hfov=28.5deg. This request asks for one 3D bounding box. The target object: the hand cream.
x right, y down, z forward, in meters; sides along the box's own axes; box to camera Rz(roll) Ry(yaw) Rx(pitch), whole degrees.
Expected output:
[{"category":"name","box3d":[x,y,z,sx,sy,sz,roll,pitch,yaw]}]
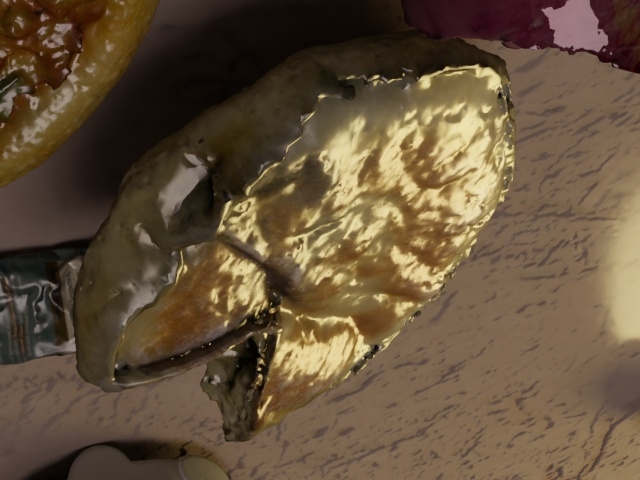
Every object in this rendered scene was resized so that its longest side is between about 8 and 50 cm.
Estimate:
[{"category":"hand cream","box3d":[-0.190,0.042,0.836,0.247,0.052,0.075,-8,114,-9]}]

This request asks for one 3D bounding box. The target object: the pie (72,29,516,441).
[{"category":"pie","box3d":[0.000,0.000,0.799,0.337,0.075,0.338,-30,149,-20]}]

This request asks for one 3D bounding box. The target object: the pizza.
[{"category":"pizza","box3d":[-0.196,-0.107,0.661,0.292,0.058,0.197,-38,135,16]}]

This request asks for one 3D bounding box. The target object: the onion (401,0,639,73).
[{"category":"onion","box3d":[0.144,-0.178,0.660,0.207,0.201,0.201,16,130,-2]}]

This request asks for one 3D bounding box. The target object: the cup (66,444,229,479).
[{"category":"cup","box3d":[-0.127,0.338,1.010,0.219,0.258,0.289,-36,137,21]}]
